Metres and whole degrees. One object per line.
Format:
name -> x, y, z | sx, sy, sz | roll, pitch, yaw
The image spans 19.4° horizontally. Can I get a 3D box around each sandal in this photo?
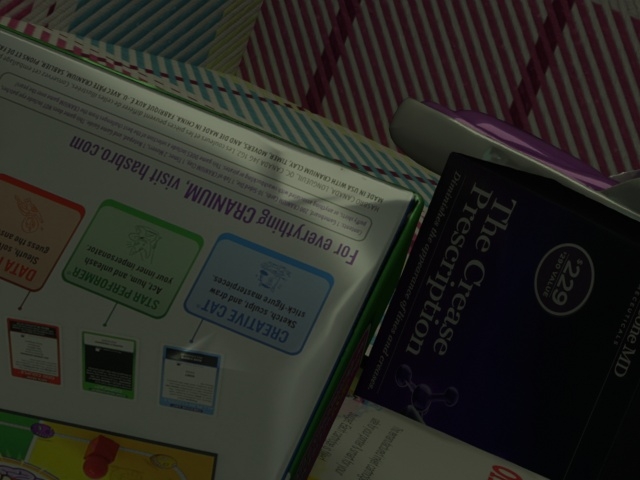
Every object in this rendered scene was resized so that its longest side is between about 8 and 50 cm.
sandal -> 0.254, -0.030, 1.322 | 0.416, 0.102, 0.169 | 20, 9, -9

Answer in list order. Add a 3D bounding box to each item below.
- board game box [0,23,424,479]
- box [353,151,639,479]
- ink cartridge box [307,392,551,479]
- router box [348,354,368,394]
board game box -> -0.135, 0.074, 0.608 | 0.242, 0.316, 0.064 | 23, -31, 7
box -> 0.114, 0.107, 1.040 | 0.103, 0.261, 0.184 | 12, 13, -46
ink cartridge box -> -0.044, 0.145, 0.751 | 0.233, 0.168, 0.171 | 23, 10, 8
router box -> -0.053, 0.104, 1.251 | 0.309, 0.081, 0.243 | 29, 12, 39
